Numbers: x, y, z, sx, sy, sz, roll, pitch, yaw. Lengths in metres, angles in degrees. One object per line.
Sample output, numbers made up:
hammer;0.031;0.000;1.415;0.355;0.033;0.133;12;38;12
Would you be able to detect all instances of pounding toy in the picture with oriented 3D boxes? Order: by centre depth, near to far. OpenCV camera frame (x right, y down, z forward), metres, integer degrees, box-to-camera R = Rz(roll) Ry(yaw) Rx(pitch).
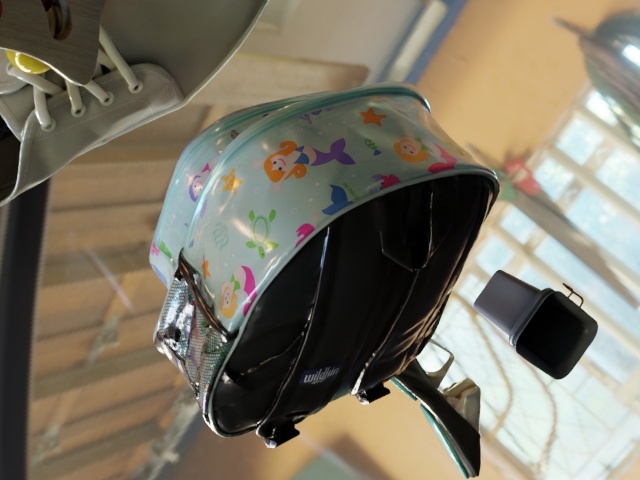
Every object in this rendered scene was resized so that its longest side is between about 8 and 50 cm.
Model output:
pounding toy;-0.254;-0.174;0.736;0.269;0.155;0.154;24;-86;-52

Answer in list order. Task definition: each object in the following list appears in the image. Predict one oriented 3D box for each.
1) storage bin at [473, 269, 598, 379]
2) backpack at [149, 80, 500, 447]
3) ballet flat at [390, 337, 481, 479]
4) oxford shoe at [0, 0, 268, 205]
storage bin;0.249;0.086;1.229;0.135;0.091;0.098;33;-87;-46
backpack;0.000;0.000;0.762;0.225;0.191;0.253;-17;-28;-31
ballet flat;0.160;0.204;1.435;0.096;0.280;0.095;-39;17;1
oxford shoe;-0.229;-0.162;0.993;0.449;0.169;0.130;-34;11;4
